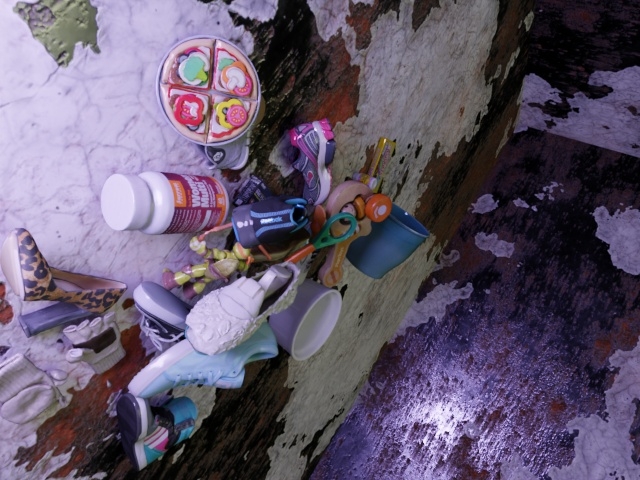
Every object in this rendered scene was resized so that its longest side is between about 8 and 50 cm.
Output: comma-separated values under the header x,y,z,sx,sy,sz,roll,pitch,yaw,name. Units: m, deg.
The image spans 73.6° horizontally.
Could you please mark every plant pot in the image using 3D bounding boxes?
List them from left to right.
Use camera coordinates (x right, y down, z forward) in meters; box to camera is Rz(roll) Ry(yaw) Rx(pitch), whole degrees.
x,y,z,sx,sy,sz,roll,pitch,yaw,name
0.237,0.001,1.656,0.255,0.271,0.271,-56,154,18,plant pot

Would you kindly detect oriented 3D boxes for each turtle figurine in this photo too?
x,y,z,sx,sy,sz,roll,pitch,yaw,name
-0.235,0.062,0.987,0.217,0.087,0.269,-28,160,13,turtle figurine

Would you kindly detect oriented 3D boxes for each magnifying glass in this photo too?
x,y,z,sx,sy,sz,roll,pitch,yaw,name
0.000,0.000,1.196,0.230,0.026,0.092,-35,137,1,magnifying glass

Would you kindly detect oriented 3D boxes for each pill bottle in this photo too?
x,y,z,sx,sy,sz,roll,pitch,yaw,name
-0.297,-0.073,0.839,0.221,0.121,0.121,-6,119,-58,pill bottle
0.155,-0.211,1.503,0.043,0.083,0.044,-38,143,-37,pill bottle

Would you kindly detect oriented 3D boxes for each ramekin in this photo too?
x,y,z,sx,sy,sz,roll,pitch,yaw,name
-0.057,0.269,1.511,0.277,0.135,0.277,-40,145,-36,ramekin

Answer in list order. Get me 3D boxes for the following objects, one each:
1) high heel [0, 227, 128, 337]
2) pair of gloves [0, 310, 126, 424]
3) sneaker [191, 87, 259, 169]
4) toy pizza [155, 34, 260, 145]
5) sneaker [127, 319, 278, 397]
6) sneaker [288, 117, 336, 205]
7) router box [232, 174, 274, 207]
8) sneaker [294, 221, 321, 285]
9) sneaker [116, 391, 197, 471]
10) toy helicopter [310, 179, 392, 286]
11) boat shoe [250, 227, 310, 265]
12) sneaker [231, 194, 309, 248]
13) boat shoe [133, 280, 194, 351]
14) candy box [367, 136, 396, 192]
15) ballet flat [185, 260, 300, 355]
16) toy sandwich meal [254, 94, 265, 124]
x,y,z,sx,sy,sz,roll,pitch,yaw,name
-0.429,0.050,0.741,0.186,0.093,0.261,-24,150,-40,high heel
-0.497,0.252,0.836,0.240,0.042,0.204,-36,152,-39,pair of gloves
-0.204,-0.246,0.885,0.132,0.086,0.229,-24,134,-46,sneaker
-0.206,-0.281,0.814,0.201,0.032,0.202,-11,114,-25,toy pizza
-0.257,0.300,1.024,0.365,0.150,0.135,-24,159,-31,sneaker
-0.033,-0.211,1.189,0.111,0.121,0.299,-12,145,-11,sneaker
-0.166,-0.098,1.119,0.092,0.038,0.122,-57,151,-13,router box
-0.048,0.052,1.394,0.085,0.086,0.237,-25,135,-51,sneaker
-0.406,0.452,1.096,0.178,0.123,0.296,-25,143,-42,sneaker
0.053,-0.011,1.294,0.234,0.140,0.355,-4,120,-37,toy helicopter
-0.132,0.021,1.209,0.285,0.104,0.089,-15,144,-55,boat shoe
-0.082,-0.049,1.022,0.341,0.139,0.125,-45,124,-74,sneaker
-0.354,0.187,0.985,0.105,0.113,0.306,-41,161,-9,boat shoe
0.221,-0.281,1.614,0.105,0.027,0.206,-6,119,-61,candy box
-0.165,0.130,1.029,0.409,0.146,0.147,-28,138,-66,ballet flat
-0.158,-0.301,0.973,0.085,0.029,0.086,-48,147,-46,toy sandwich meal
